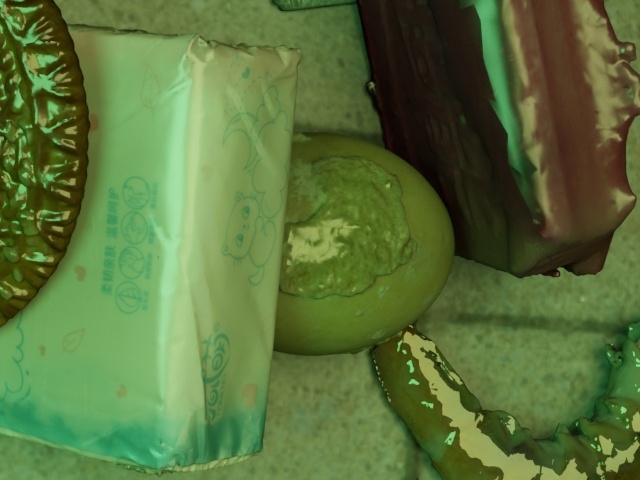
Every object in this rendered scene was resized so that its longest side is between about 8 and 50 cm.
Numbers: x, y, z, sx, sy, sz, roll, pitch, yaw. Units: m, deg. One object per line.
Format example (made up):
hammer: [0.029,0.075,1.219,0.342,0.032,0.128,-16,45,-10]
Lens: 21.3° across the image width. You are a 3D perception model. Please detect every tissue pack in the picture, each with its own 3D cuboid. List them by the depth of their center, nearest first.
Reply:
tissue pack: [-0.127,0.000,1.089,0.124,0.201,0.271,-3,100,-60]

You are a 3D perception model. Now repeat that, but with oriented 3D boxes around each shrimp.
shrimp: [0.172,0.135,1.311,0.287,0.068,0.185,6,79,-11]

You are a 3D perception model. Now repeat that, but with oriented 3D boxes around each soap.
soap: [0.123,-0.129,1.226,0.127,0.220,0.325,-18,100,-19]

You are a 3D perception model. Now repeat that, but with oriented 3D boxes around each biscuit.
biscuit: [-0.274,-0.074,1.045,0.038,0.305,0.305,-30,98,-61]

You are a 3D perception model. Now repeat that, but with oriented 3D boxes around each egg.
egg: [0.001,0.003,1.191,0.201,0.164,0.164,2,85,-32]

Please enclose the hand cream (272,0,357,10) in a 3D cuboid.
hand cream: [-0.016,-0.313,1.281,0.079,0.050,0.275,-8,93,5]
